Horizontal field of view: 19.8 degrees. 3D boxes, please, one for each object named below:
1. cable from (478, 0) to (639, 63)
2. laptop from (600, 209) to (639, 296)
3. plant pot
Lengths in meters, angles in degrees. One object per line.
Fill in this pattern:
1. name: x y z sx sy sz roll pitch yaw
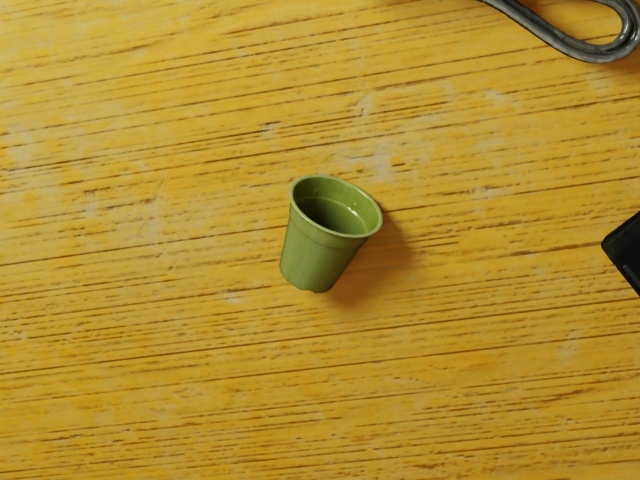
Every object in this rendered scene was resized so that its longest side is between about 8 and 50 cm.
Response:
1. cable: 0.116 -0.216 1.447 0.287 0.072 0.139 39 91 4
2. laptop: 0.485 0.028 1.373 0.382 0.236 0.408 52 155 5
3. plant pot: 0.000 0.000 1.559 0.083 0.083 0.079 28 124 6
